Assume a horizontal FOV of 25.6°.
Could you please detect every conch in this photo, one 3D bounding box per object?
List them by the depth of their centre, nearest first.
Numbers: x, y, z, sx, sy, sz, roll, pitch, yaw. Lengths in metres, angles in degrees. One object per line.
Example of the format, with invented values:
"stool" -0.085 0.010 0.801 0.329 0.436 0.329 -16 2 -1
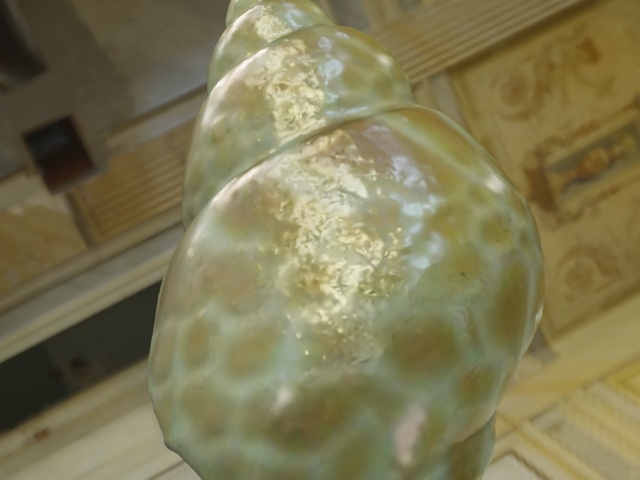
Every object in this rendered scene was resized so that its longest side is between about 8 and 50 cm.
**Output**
"conch" 0.010 0.006 0.422 0.173 0.116 0.106 -72 166 -52
